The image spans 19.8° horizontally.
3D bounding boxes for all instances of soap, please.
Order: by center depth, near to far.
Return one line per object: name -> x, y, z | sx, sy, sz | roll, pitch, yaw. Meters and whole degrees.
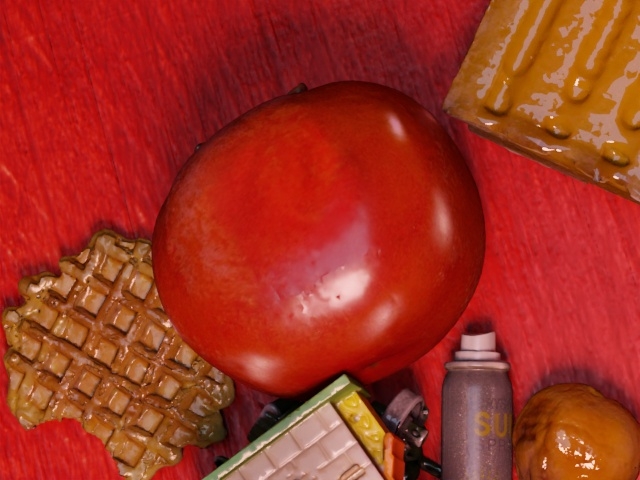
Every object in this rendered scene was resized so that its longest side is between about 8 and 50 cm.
soap -> 0.296, -0.196, 1.821 | 0.259, 0.143, 0.281 | 27, 90, 21

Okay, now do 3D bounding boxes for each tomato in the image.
tomato -> 0.000, 0.000, 1.793 | 0.325, 0.293, 0.289 | -28, 70, 2

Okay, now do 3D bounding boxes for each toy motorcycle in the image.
toy motorcycle -> -0.008, 0.245, 1.863 | 0.205, 0.127, 0.275 | 30, 98, 18

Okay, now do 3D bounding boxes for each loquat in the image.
loquat -> 0.251, 0.209, 1.801 | 0.137, 0.113, 0.137 | -1, 100, -3

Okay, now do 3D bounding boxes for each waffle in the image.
waffle -> -0.219, 0.126, 1.967 | 0.291, 0.051, 0.291 | -2, 83, 14

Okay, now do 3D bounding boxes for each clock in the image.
clock -> 0.015, 0.294, 1.704 | 0.220, 0.106, 0.255 | -36, 73, 3

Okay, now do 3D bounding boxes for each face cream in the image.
face cream -> 0.156, 0.233, 1.838 | 0.073, 0.073, 0.283 | -1, 82, 15
